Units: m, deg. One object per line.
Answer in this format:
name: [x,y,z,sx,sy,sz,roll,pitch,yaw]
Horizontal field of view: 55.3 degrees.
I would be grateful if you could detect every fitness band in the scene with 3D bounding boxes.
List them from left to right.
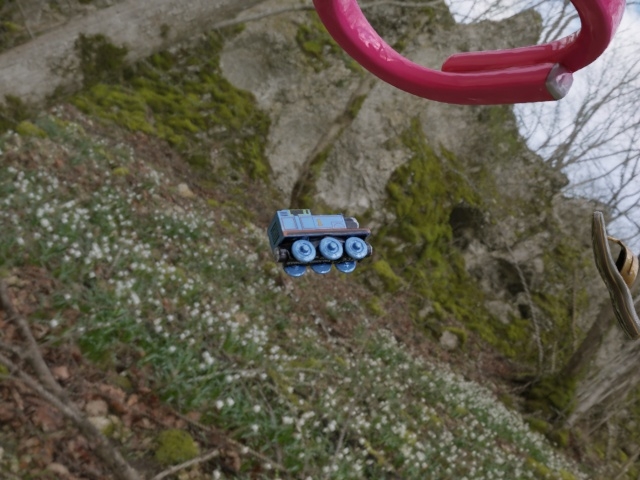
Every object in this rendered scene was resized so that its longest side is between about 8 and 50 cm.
fitness band: [0.110,-0.201,0.532,0.209,0.054,0.291,36,-12,-34]

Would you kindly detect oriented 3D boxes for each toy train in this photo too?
toy train: [0.000,0.000,1.055,0.080,0.184,0.105,125,-44,-53]

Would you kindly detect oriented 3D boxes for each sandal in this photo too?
sandal: [0.410,0.045,0.830,0.072,0.049,0.180,9,62,-73]
